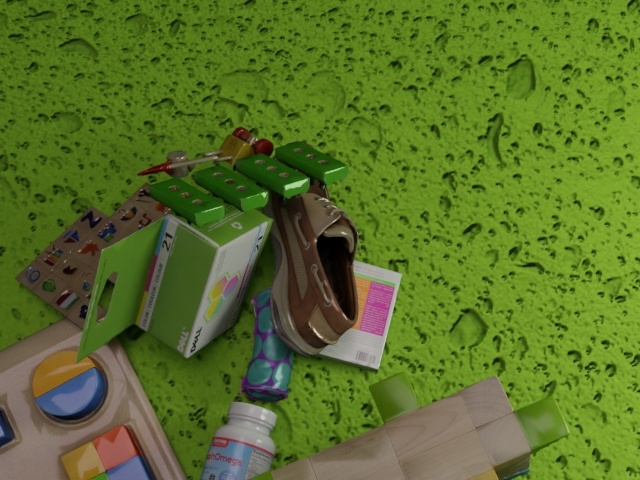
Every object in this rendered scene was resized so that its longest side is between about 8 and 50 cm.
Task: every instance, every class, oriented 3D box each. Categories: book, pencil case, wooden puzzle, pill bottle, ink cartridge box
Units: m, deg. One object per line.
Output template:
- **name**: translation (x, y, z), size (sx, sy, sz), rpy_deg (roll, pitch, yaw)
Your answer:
- **book**: translation (0.053, 0.104, 1.584), size (0.096, 0.035, 0.144), rpy_deg (15, 71, 5)
- **pencil case**: translation (-0.070, 0.145, 1.557), size (0.070, 0.064, 0.151), rpy_deg (10, 69, -10)
- **wooden puzzle**: translation (-0.379, 0.289, 1.511), size (0.322, 0.080, 0.348), rpy_deg (-27, 70, -7)
- **pill bottle**: translation (-0.110, 0.301, 1.487), size (0.087, 0.087, 0.160), rpy_deg (12, 70, 8)
- **ink cartridge box**: translation (-0.190, 0.064, 1.467), size (0.097, 0.189, 0.255), rpy_deg (30, 32, 17)

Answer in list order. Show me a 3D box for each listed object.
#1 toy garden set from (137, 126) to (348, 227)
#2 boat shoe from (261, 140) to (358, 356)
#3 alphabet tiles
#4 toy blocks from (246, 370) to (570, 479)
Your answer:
- **toy garden set**: translation (-0.120, -0.081, 1.496), size (0.244, 0.049, 0.204), rpy_deg (-20, 33, -35)
- **boat shoe**: translation (0.000, 0.000, 1.553), size (0.116, 0.123, 0.324), rpy_deg (-25, 58, 31)
- **alphabet tiles**: translation (-0.293, 0.019, 1.617), size (0.198, 0.009, 0.237), rpy_deg (30, 65, 30)
- **toy blocks**: translation (0.111, 0.291, 1.400), size (0.381, 0.261, 0.191), rpy_deg (-23, 70, 2)
